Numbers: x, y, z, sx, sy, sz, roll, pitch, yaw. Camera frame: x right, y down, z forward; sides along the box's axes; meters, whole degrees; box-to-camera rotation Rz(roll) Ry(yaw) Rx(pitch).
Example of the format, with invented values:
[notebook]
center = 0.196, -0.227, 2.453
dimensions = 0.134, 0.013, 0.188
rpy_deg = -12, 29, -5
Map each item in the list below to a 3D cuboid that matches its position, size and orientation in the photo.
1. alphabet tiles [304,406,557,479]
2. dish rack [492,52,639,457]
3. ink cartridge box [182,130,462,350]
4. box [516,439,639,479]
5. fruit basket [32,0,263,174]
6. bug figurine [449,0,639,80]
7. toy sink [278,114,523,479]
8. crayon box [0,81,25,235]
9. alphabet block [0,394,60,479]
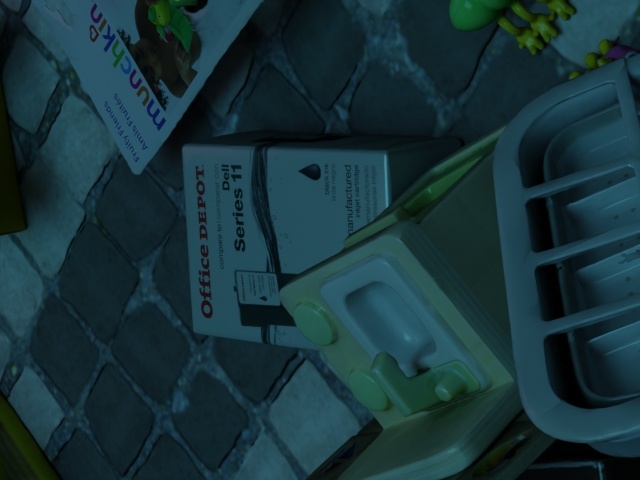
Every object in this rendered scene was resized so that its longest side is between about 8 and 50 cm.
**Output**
[alphabet tiles]
center = 0.060, 0.140, 1.169
dimensions = 0.011, 0.285, 0.342
rpy_deg = 52, 161, -6
[dish rack]
center = 0.262, -0.022, 0.989
dimensions = 0.333, 0.285, 0.072
rpy_deg = -23, 127, 19
[ink cartridge box]
center = 0.000, 0.000, 1.362
dimensions = 0.208, 0.087, 0.153
rpy_deg = 4, 101, 43
[box]
center = 0.212, 0.303, 1.165
dimensions = 0.143, 0.191, 0.381
rpy_deg = -13, 89, 43
[fruit basket]
center = -0.158, -0.271, 1.401
dimensions = 0.353, 0.165, 0.327
rpy_deg = -46, 68, 42
[bug figurine]
center = 0.182, -0.169, 1.171
dimensions = 0.279, 0.072, 0.216
rpy_deg = 52, 128, 21
[toy sink]
center = 0.077, 0.034, 1.162
dimensions = 0.131, 0.234, 0.153
rpy_deg = 51, 148, -6
[crayon box]
center = -0.381, -0.093, 1.693
dimensions = 0.323, 0.083, 0.203
rpy_deg = -5, 95, 44
[alphabet block]
center = -0.371, 0.257, 1.686
dimensions = 0.193, 0.192, 0.197
rpy_deg = 50, 129, 21
